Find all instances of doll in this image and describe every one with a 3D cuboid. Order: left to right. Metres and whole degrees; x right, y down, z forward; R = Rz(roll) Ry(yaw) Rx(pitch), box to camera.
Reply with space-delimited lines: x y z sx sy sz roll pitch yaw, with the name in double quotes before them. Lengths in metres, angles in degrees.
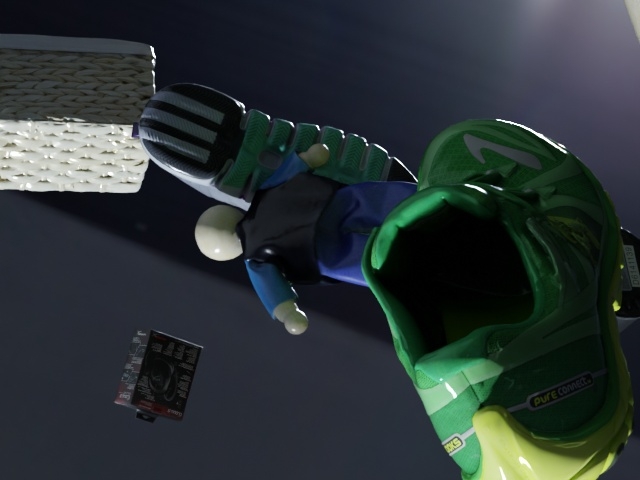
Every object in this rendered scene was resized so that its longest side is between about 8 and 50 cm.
"doll" 0.000 0.000 1.048 0.046 0.189 0.129 37 62 -59

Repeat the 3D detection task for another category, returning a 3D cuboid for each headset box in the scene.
"headset box" -0.156 0.132 1.552 0.032 0.062 0.083 2 -106 53

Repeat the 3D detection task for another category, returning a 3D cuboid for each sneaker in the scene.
"sneaker" -0.025 -0.046 1.141 0.083 0.224 0.098 -65 -167 -8
"sneaker" 0.088 0.005 0.811 0.109 0.123 0.295 -29 -153 15

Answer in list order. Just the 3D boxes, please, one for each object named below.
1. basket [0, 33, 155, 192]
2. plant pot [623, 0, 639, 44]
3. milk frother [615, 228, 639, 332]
"basket" -0.236 -0.111 1.474 0.113 0.167 0.103 115 -29 -50
"plant pot" 0.402 -0.255 1.490 0.334 0.334 0.305 41 38 -84
"milk frother" 0.241 0.046 1.345 0.135 0.143 0.129 127 -22 -55
